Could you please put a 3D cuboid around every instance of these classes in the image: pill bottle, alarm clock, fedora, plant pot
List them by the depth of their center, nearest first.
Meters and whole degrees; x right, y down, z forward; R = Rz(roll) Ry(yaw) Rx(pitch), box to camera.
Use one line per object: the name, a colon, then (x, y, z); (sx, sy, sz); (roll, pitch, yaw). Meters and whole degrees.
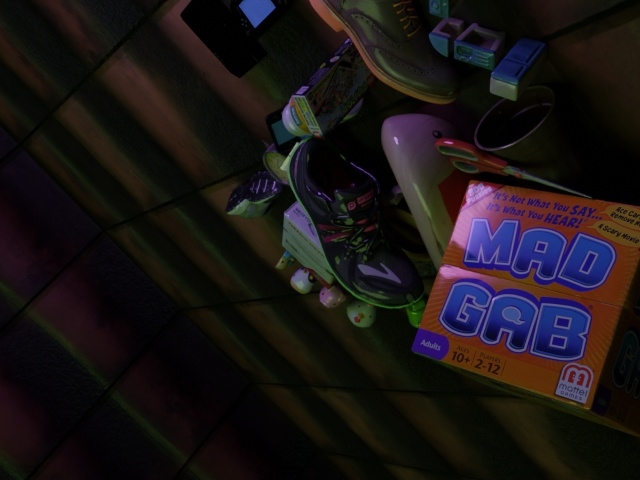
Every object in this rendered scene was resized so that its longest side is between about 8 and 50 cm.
plant pot: (0.406, -0.177, 1.509); (0.165, 0.167, 0.167); (45, 153, -27)
pill bottle: (-0.002, -0.309, 1.840); (0.117, 0.117, 0.208); (48, 152, -15)
fedora: (0.231, -0.034, 1.998); (0.194, 0.079, 0.194); (31, 151, 19)
alarm clock: (-0.072, -0.199, 2.145); (0.192, 0.064, 0.129); (33, 151, 17)

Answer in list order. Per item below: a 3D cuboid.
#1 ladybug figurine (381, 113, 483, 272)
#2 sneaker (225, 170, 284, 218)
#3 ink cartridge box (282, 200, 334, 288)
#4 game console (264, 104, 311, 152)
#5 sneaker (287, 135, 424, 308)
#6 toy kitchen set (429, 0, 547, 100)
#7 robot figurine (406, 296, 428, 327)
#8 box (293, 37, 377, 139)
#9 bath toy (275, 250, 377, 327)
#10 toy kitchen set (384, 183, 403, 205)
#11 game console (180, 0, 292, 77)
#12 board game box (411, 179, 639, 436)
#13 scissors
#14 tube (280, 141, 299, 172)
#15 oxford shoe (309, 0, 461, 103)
ladybug figurine: (0.270, -0.088, 1.718); (0.305, 0.162, 0.449); (-106, -10, -52)
sneaker: (-0.176, -0.127, 2.366); (0.108, 0.100, 0.271); (25, 156, -26)
ink cartridge box: (0.000, 0.000, 2.223); (0.197, 0.114, 0.273); (43, 165, 10)
game console: (-0.068, -0.275, 2.025); (0.071, 0.107, 0.122); (53, 168, 46)
sneaker: (0.077, -0.043, 1.906); (0.483, 0.185, 0.202); (54, 163, 7)
toy kitchen set: (0.280, -0.371, 1.399); (0.207, 0.122, 0.166); (25, 149, 26)
robot figurine: (0.283, 0.206, 2.300); (0.101, 0.067, 0.115); (52, 167, 44)
box: (0.034, -0.321, 1.682); (0.036, 0.207, 0.114); (12, 143, 41)
bath toy: (0.033, 0.139, 2.425); (0.348, 0.151, 0.129); (37, 151, -1)
toy kitchen set: (0.215, -0.101, 1.915); (0.075, 0.083, 0.068); (51, 151, -20)
game console: (-0.184, -0.517, 1.836); (0.213, 0.044, 0.361); (47, 151, -13)
board game box: (0.459, 0.133, 1.543); (0.356, 0.356, 0.356); (14, 170, 39)
scissors: (0.340, -0.130, 1.447); (0.297, 0.021, 0.109); (21, 165, 41)
tube: (0.017, -0.156, 2.071); (0.240, 0.070, 0.062); (32, 170, -5)
oxford shoe: (0.138, -0.405, 1.525); (0.364, 0.130, 0.133); (40, 145, -2)
